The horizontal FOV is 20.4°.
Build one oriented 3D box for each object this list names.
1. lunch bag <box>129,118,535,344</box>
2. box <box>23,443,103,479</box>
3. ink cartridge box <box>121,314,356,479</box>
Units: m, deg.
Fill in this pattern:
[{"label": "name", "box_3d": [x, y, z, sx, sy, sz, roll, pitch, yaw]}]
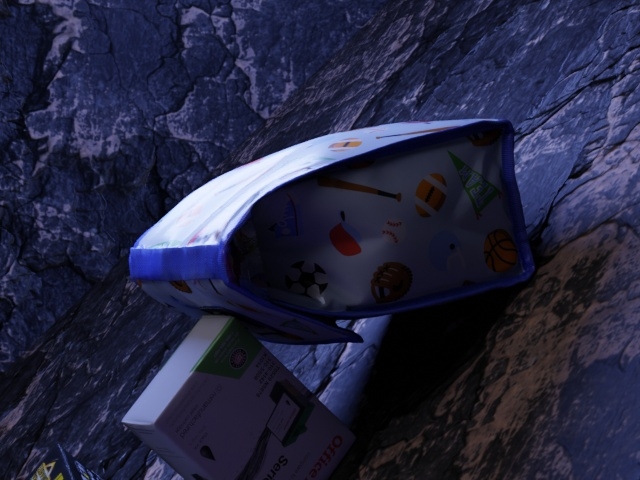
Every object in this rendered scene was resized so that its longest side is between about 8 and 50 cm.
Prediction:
[{"label": "lunch bag", "box_3d": [0.000, 0.000, 2.069, 0.385, 0.239, 0.328, -12, 3, -26]}, {"label": "box", "box_3d": [-0.187, 0.358, 1.859, 0.079, 0.257, 0.322, -46, 18, -3]}, {"label": "ink cartridge box", "box_3d": [-0.088, 0.214, 2.017, 0.160, 0.219, 0.092, -54, 22, -21]}]
